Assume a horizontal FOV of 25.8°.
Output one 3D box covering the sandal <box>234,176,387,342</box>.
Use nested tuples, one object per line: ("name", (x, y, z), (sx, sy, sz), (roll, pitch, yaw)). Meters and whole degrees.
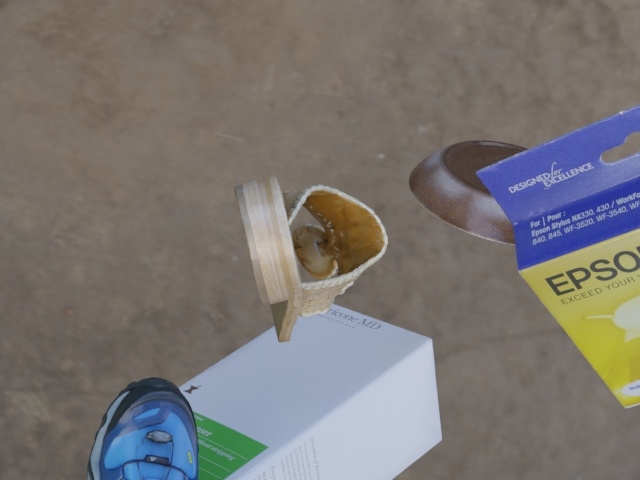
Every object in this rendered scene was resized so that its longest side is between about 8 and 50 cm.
("sandal", (0.001, 0.006, 0.815), (0.079, 0.240, 0.088), (-13, 82, -1))

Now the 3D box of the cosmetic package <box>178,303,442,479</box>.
("cosmetic package", (-0.049, 0.229, 1.598), (0.365, 0.197, 0.155), (-33, 126, -39))

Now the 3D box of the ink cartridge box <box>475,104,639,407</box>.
("ink cartridge box", (0.346, 0.005, 1.279), (0.307, 0.304, 0.072), (46, 36, -32))

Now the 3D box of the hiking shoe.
("hiking shoe", (-0.154, 0.281, 1.288), (0.113, 0.132, 0.304), (7, 88, -27))

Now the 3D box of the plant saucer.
("plant saucer", (0.191, -0.057, 1.441), (0.199, 0.198, 0.036), (-9, 124, -31))
